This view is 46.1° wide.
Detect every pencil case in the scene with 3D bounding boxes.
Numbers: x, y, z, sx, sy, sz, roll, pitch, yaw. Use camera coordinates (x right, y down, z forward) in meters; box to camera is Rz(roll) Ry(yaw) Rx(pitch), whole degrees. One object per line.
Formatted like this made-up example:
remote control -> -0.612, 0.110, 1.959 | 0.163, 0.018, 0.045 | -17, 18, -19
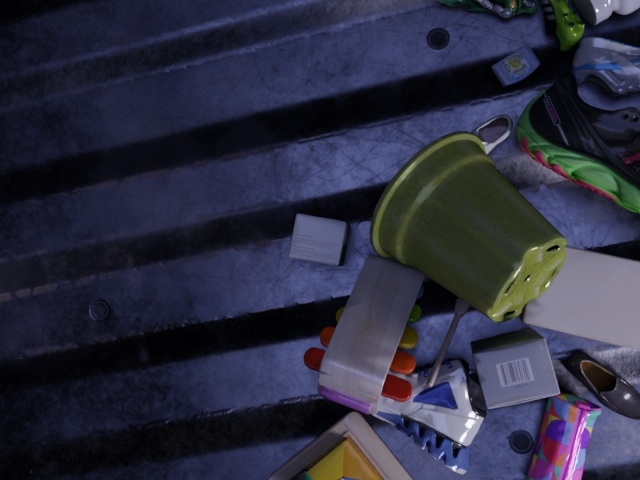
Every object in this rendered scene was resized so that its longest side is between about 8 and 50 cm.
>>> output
pencil case -> 0.439, 0.399, 1.375 | 0.104, 0.104, 0.236 | 13, 89, 10

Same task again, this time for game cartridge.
game cartridge -> 0.382, -0.337, 1.462 | 0.083, 0.017, 0.056 | -32, 86, 7

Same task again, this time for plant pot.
plant pot -> 0.270, -0.004, 1.294 | 0.276, 0.276, 0.254 | -48, 59, 4

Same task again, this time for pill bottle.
pill bottle -> 0.580, -0.495, 1.382 | 0.221, 0.124, 0.124 | -31, 83, 8

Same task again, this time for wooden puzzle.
wooden puzzle -> 0.043, 0.488, 1.464 | 0.239, 0.044, 0.221 | -40, 81, 5

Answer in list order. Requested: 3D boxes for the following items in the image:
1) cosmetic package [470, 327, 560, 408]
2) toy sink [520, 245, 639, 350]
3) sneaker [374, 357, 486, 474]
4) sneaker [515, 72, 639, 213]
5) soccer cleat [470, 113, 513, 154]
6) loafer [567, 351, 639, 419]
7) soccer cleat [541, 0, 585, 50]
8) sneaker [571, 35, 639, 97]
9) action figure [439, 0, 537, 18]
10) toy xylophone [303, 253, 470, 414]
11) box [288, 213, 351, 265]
cosmetic package -> 0.337, 0.220, 1.332 | 0.127, 0.238, 0.107 | -15, 82, 11
toy sink -> 0.496, 0.101, 1.364 | 0.234, 0.131, 0.153 | 12, 89, 15
sneaker -> 0.182, 0.275, 1.422 | 0.315, 0.127, 0.182 | 34, 84, 9
sneaker -> 0.584, -0.145, 1.312 | 0.483, 0.185, 0.202 | 31, 101, 14
soccer cleat -> 0.285, -0.172, 1.439 | 0.196, 0.076, 0.068 | -43, 82, 5
loafer -> 0.531, 0.273, 1.383 | 0.170, 0.061, 0.062 | 35, 92, 9
soccer cleat -> 0.445, -0.442, 1.435 | 0.060, 0.072, 0.179 | -9, 65, -15
sneaker -> 0.584, -0.308, 1.397 | 0.229, 0.087, 0.092 | 17, 97, 17
action figure -> 0.314, -0.495, 1.461 | 0.232, 0.063, 0.137 | 26, 89, 6
toy xylophone -> 0.126, 0.164, 1.364 | 0.236, 0.081, 0.322 | 24, 60, 19
box -> 0.000, 0.000, 1.466 | 0.102, 0.101, 0.087 | 10, 89, 8
